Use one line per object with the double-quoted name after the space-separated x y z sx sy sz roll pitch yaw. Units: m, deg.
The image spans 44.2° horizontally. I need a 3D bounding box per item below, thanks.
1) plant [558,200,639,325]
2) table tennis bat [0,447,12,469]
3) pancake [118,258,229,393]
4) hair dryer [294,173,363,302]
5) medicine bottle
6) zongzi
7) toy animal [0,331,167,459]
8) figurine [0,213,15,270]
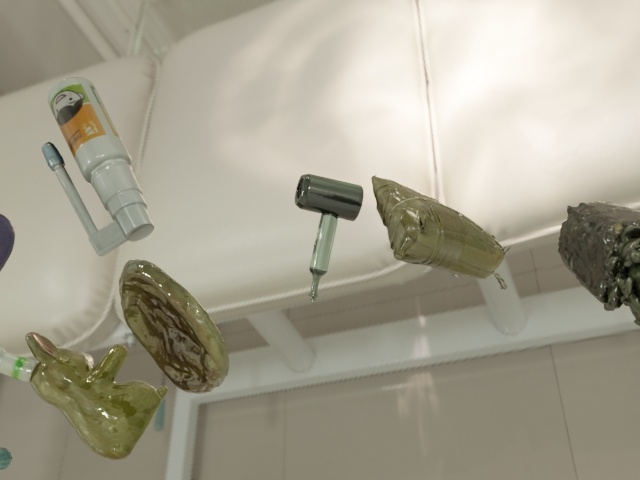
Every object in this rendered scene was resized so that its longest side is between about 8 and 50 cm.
0.266 0.016 0.670 0.095 0.092 0.143 2 19 -25 "plant"
-0.569 0.341 1.279 0.201 0.124 0.033 -1 83 35 "table tennis bat"
-0.272 0.160 1.411 0.294 0.294 0.049 26 49 37 "pancake"
0.000 0.000 1.230 0.057 0.101 0.197 -166 86 -76 "hair dryer"
-0.274 -0.089 0.946 0.092 0.061 0.220 -31 70 -1 "medicine bottle"
0.168 -0.022 1.089 0.081 0.189 0.178 -62 27 26 "zongzi"
-0.494 0.292 1.626 0.363 0.180 0.181 42 118 5 "toy animal"
-0.422 -0.026 0.682 0.421 0.154 0.193 39 103 43 "figurine"
